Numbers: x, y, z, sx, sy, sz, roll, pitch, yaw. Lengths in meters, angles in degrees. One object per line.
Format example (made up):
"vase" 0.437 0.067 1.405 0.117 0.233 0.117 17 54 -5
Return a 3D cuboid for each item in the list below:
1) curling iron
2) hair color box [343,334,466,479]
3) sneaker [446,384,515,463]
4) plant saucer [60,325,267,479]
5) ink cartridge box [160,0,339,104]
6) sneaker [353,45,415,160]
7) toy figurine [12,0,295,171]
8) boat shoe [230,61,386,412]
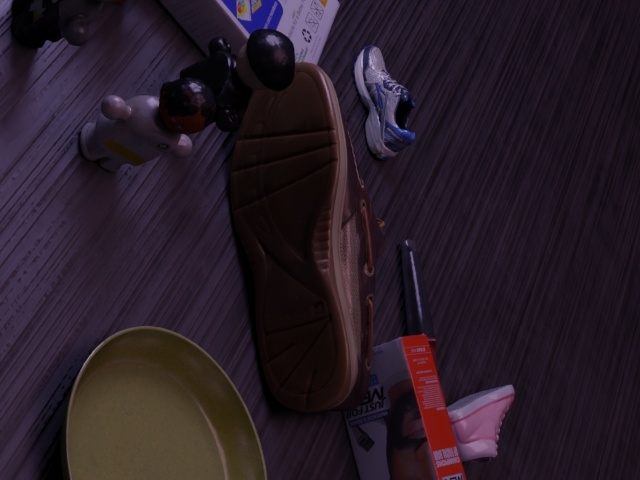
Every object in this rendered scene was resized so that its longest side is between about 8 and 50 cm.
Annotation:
"curling iron" 0.103 0.118 1.713 0.068 0.035 0.274 33 47 -42
"hair color box" 0.078 0.186 1.587 0.053 0.093 0.167 -2 73 -54
"sneaker" 0.176 0.204 1.757 0.134 0.051 0.070 -18 89 -53
"plant saucer" -0.134 0.191 1.334 0.241 0.037 0.241 32 48 -43
"ink cartridge box" -0.124 -0.308 1.604 0.371 0.069 0.176 51 38 -29
"sneaker" 0.080 -0.160 1.815 0.052 0.058 0.135 10 64 -53
"toy figurine" -0.142 -0.182 1.430 0.209 0.148 0.213 -38 104 -56
"boat shoe" 0.000 0.000 1.569 0.123 0.123 0.342 17 62 -60
